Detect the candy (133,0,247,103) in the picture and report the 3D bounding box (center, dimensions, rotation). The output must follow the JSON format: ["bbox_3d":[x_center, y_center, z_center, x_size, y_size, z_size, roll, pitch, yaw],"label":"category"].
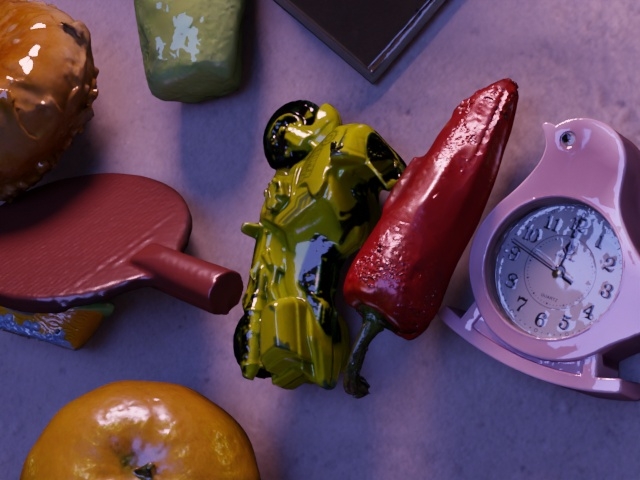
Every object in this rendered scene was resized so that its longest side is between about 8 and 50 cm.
[{"bbox_3d":[-0.163,-0.348,1.865,0.142,0.132,0.343,-5,78,2],"label":"candy"}]

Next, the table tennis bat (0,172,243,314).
[{"bbox_3d":[-0.254,0.009,1.778,0.414,0.051,0.268,17,43,39],"label":"table tennis bat"}]

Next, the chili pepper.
[{"bbox_3d":[0.116,-0.010,1.613,0.110,0.110,0.387,22,75,30],"label":"chili pepper"}]

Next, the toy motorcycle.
[{"bbox_3d":[0.001,0.001,1.701,0.206,0.142,0.342,-3,73,45],"label":"toy motorcycle"}]

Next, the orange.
[{"bbox_3d":[-0.203,0.294,1.678,0.279,0.235,0.279,2,59,-4],"label":"orange"}]

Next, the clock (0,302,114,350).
[{"bbox_3d":[-0.351,0.056,1.893,0.231,0.103,0.144,11,79,28],"label":"clock"}]

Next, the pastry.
[{"bbox_3d":[-0.420,-0.168,1.921,0.315,0.184,0.284,-16,45,20],"label":"pastry"}]

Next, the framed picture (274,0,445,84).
[{"bbox_3d":[0.076,-0.369,1.718,0.232,0.024,0.315,40,103,-13],"label":"framed picture"}]

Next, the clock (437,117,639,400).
[{"bbox_3d":[0.303,0.030,1.563,0.290,0.080,0.275,26,93,29],"label":"clock"}]
